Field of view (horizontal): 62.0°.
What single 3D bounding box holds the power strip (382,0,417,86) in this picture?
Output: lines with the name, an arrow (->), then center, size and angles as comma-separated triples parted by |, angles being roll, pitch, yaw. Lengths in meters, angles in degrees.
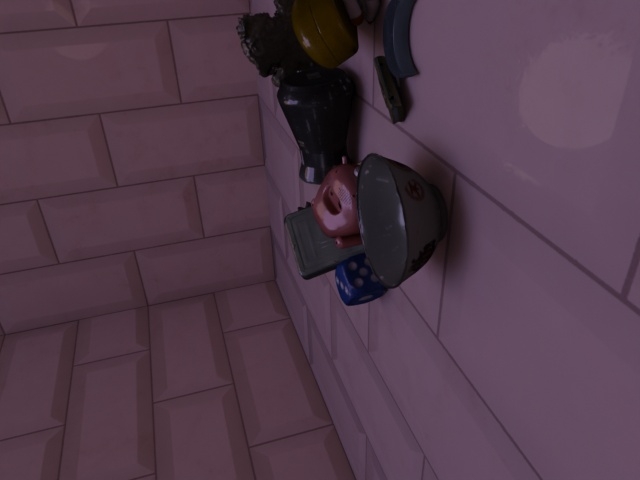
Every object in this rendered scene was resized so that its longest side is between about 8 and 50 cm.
power strip -> 0.196, -0.485, 1.310 | 0.137, 0.044, 0.216 | -126, 29, -63

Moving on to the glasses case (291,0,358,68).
glasses case -> 0.008, -0.614, 1.488 | 0.173, 0.141, 0.371 | 50, -155, -32

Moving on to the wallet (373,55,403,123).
wallet -> 0.182, -0.394, 1.404 | 0.110, 0.039, 0.155 | 50, -156, -72

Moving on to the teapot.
teapot -> -0.015, -0.393, 1.813 | 0.300, 0.253, 0.344 | 39, 145, 49

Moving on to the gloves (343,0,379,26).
gloves -> 0.108, -0.672, 1.407 | 0.218, 0.131, 0.140 | 41, -148, -48

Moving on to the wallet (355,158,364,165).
wallet -> 0.164, -0.129, 1.684 | 0.137, 0.031, 0.256 | -25, 78, 56

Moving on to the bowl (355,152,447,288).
bowl -> 0.213, -0.059, 1.328 | 0.337, 0.157, 0.338 | 170, 90, -76

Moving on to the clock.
clock -> 0.079, -0.128, 1.661 | 0.227, 0.142, 0.241 | 59, 142, 29

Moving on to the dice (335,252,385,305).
dice -> 0.137, 0.137, 1.826 | 0.146, 0.142, 0.146 | 108, 145, -62

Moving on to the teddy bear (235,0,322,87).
teddy bear -> -0.137, -0.688, 1.853 | 0.224, 0.367, 0.358 | -7, 85, 57

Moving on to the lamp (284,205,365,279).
lamp -> 0.019, -0.018, 1.938 | 0.047, 0.266, 0.269 | 61, -170, -62

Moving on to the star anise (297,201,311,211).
star anise -> -0.024, -0.008, 2.274 | 0.331, 0.117, 0.332 | -13, -90, -69
